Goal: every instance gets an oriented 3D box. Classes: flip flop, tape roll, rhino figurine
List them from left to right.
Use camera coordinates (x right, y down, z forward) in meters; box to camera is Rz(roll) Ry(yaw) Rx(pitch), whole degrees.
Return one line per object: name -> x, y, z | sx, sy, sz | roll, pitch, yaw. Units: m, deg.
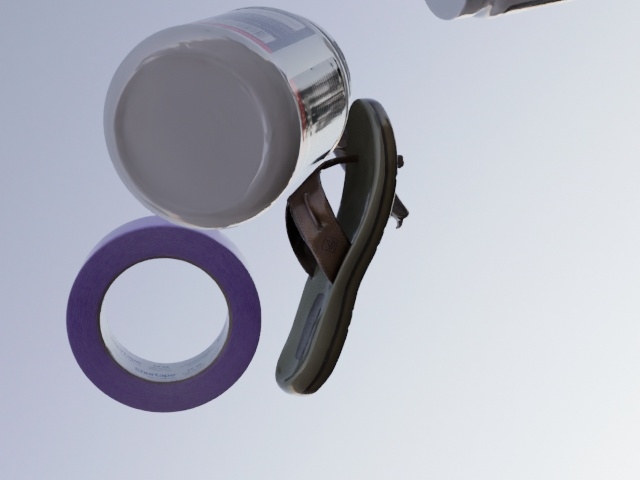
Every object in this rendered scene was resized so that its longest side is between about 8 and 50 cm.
tape roll -> -0.223, 0.104, 1.514 | 0.274, 0.090, 0.275 | -1, -78, -7
flip flop -> 0.000, 0.000, 0.938 | 0.080, 0.112, 0.277 | 19, -93, -13
rhino figurine -> 0.083, -0.115, 1.736 | 0.073, 0.106, 0.243 | -50, -54, -33

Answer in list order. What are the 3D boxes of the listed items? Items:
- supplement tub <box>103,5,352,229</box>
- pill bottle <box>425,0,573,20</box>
supplement tub -> -0.080, -0.133, 1.055 | 0.272, 0.191, 0.191 | -48, -22, -67
pill bottle -> 0.321, -0.468, 1.791 | 0.283, 0.161, 0.161 | -17, -49, -27
